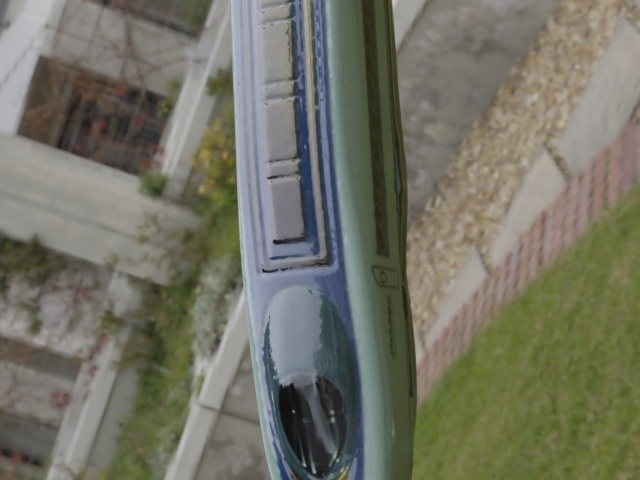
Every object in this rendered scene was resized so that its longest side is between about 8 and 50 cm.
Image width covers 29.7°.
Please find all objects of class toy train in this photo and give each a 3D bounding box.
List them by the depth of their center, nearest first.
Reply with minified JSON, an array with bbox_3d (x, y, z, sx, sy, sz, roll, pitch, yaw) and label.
[{"bbox_3d":[0.000,0.000,0.413,0.048,0.055,0.251,16,-111,-68],"label":"toy train"}]
